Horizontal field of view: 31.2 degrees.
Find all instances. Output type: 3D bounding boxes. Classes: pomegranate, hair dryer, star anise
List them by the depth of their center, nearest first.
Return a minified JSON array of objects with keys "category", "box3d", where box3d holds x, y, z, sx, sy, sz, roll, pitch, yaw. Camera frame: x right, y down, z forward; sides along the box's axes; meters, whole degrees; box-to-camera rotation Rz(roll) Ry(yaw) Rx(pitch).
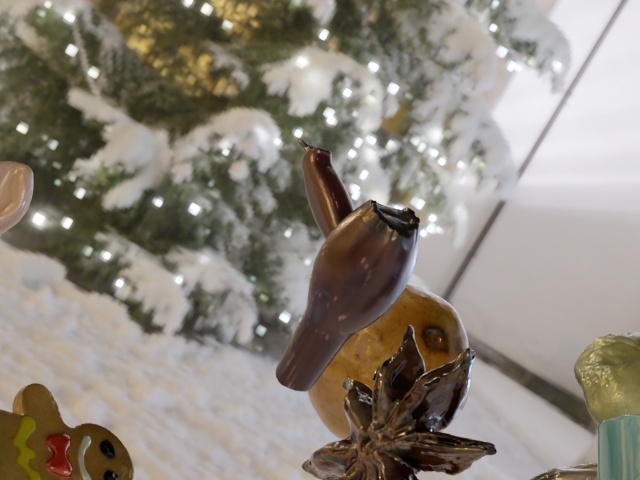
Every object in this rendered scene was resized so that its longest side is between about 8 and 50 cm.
[{"category":"star anise","box3d":[0.071,0.224,1.175,0.088,0.288,0.288,32,3,-26]},{"category":"hair dryer","box3d":[0.000,0.000,1.616,0.123,0.312,0.340,11,39,-31]},{"category":"pomegranate","box3d":[0.118,0.211,1.914,0.307,0.307,0.307,31,3,-2]}]

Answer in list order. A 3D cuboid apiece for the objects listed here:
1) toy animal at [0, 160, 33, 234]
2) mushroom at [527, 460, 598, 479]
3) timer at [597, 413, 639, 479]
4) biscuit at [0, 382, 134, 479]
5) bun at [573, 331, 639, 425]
[{"category":"toy animal","box3d":[-0.431,-0.030,1.052,0.256,0.195,0.213,40,35,-1]},{"category":"mushroom","box3d":[0.241,0.379,1.451,0.097,0.351,0.109,51,19,-15]},{"category":"timer","box3d":[0.313,0.165,0.668,0.250,0.091,0.232,-17,-35,37]},{"category":"biscuit","box3d":[-0.274,0.205,1.079,0.240,0.035,0.158,14,52,-44]},{"category":"bun","box3d":[0.414,0.194,1.393,0.221,0.108,0.221,30,21,-13]}]
